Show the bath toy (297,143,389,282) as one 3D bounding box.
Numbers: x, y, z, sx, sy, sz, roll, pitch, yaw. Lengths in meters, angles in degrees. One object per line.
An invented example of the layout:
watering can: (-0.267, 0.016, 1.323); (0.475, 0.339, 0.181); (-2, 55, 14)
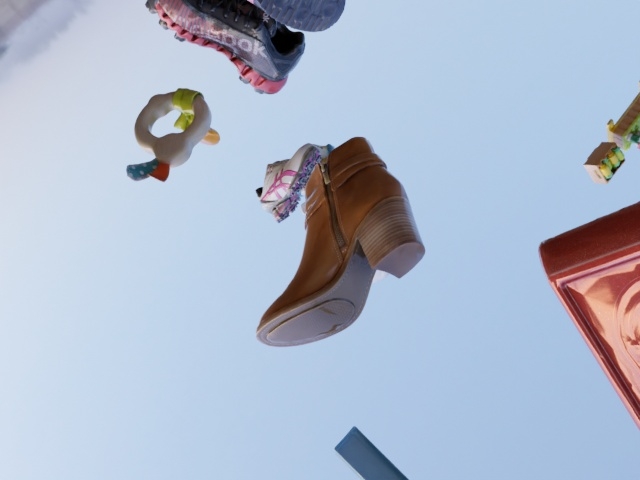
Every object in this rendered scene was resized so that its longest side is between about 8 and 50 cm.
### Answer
bath toy: (0.068, -0.063, 1.717); (0.129, 0.151, 0.348); (-19, -129, -26)

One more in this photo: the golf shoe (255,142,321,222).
golf shoe: (-0.063, -0.111, 1.444); (0.067, 0.086, 0.186); (-37, 167, -44)

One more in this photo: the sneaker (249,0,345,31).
sneaker: (-0.104, -0.405, 1.164); (0.112, 0.319, 0.131); (-53, -142, 20)

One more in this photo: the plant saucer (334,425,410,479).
plant saucer: (0.104, 0.389, 1.334); (0.067, 0.192, 0.018); (-37, 166, -48)

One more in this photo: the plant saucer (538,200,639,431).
plant saucer: (0.347, 0.085, 0.773); (0.048, 0.259, 0.258); (-31, 180, -35)

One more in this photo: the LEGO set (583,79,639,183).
LEGO set: (0.489, -0.158, 1.146); (0.107, 0.132, 0.287); (31, -141, 34)

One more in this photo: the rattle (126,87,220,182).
rattle: (-0.229, -0.131, 1.302); (0.130, 0.143, 0.199); (1, -124, -4)

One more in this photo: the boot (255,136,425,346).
boot: (0.000, 0.000, 1.154); (0.283, 0.109, 0.220); (-43, -133, 24)

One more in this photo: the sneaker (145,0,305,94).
sneaker: (-0.137, -0.339, 1.266); (0.135, 0.276, 0.097); (-31, -142, 42)
